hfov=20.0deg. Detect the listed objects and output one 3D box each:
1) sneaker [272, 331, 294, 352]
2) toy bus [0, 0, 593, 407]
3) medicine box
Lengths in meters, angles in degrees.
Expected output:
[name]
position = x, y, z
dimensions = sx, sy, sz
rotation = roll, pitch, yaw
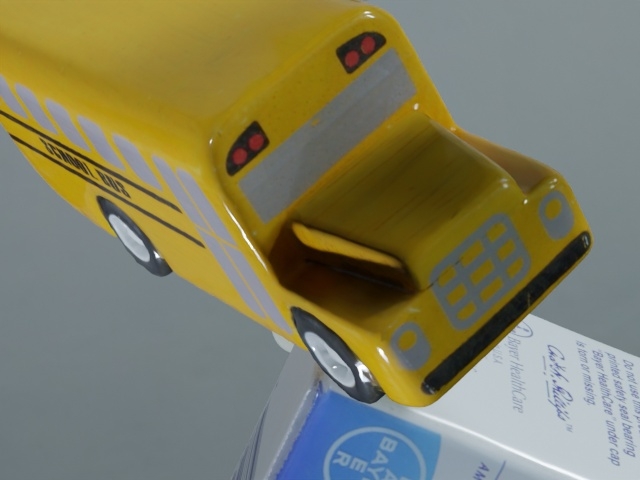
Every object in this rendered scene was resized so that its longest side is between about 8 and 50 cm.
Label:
[sneaker]
position = 0.000, 0.000, 1.931
dimensions = 0.148, 0.131, 0.350
rotation = 12, 145, 31
[toy bus]
position = -0.035, -0.046, 0.798
dimensions = 0.108, 0.333, 0.130
rotation = -41, 123, -16
[medicine box]
position = 0.086, 0.187, 0.867
dimensions = 0.289, 0.149, 0.263
rotation = 22, 114, -6
